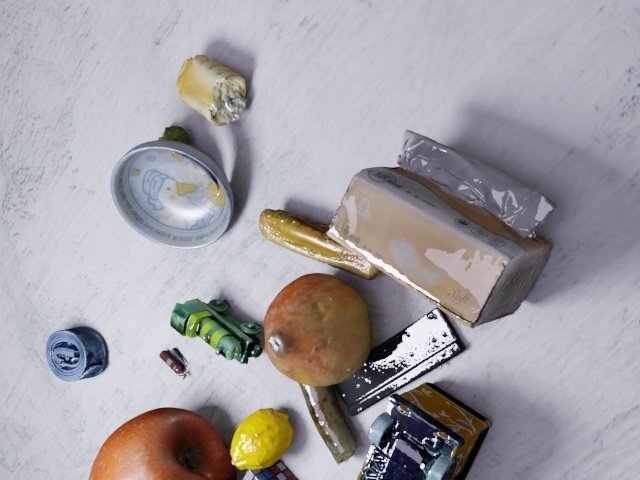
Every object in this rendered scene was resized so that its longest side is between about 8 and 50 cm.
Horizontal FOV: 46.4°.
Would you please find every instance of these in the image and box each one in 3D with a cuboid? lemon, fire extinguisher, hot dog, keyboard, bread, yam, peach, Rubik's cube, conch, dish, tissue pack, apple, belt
[{"bbox_3d":[-0.128,0.429,1.604,0.155,0.114,0.114,-44,64,-13],"label":"lemon"},{"bbox_3d":[-0.349,0.295,1.821,0.100,0.032,0.046,35,82,28],"label":"fire extinguisher"},{"bbox_3d":[0.000,0.001,1.487,0.288,0.068,0.083,21,132,28],"label":"hot dog"},{"bbox_3d":[0.143,0.243,1.446,0.309,0.018,0.101,-40,72,34],"label":"keyboard"},{"bbox_3d":[-0.231,-0.324,1.594,0.177,0.084,0.119,37,116,27],"label":"bread"},{"bbox_3d":[-0.011,0.304,1.540,0.067,0.071,0.318,-26,79,0],"label":"yam"},{"bbox_3d":[-0.011,0.173,1.422,0.232,0.232,0.233,6,101,36],"label":"peach"},{"bbox_3d":[-0.118,0.546,1.641,0.092,0.092,0.092,41,120,25],"label":"Rubik's cube"},{"bbox_3d":[-0.344,-0.222,1.700,0.089,0.074,0.121,-47,38,-6],"label":"conch"},{"bbox_3d":[-0.312,-0.126,1.657,0.273,0.134,0.273,7,131,8],"label":"dish"},{"bbox_3d":[0.210,-0.032,1.232,0.305,0.238,0.239,33,115,29],"label":"tissue pack"},{"bbox_3d":[-0.347,0.551,1.660,0.277,0.348,0.348,-46,70,25],"label":"apple"},{"bbox_3d":[-0.655,0.306,2.012,0.190,0.082,0.142,-3,92,38],"label":"belt"}]

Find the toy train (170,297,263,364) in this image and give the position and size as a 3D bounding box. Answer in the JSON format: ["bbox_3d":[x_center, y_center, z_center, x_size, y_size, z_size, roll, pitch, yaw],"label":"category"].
[{"bbox_3d":[-0.223,0.201,1.642,0.200,0.132,0.083,29,114,32],"label":"toy train"}]

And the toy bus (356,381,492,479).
[{"bbox_3d":[0.164,0.434,1.352,0.161,0.194,0.324,30,111,29],"label":"toy bus"}]
